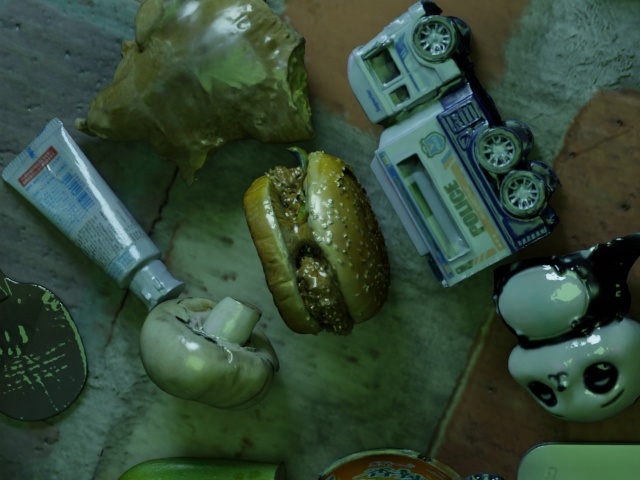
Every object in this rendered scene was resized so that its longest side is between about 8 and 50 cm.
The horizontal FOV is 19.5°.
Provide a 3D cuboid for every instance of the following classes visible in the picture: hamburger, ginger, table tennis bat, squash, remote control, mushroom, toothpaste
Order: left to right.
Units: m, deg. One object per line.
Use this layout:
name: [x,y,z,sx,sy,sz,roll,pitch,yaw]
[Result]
table tennis bat: [-0.337,0.084,2.030,0.131,0.022,0.234,-24,92,10]
toothpaste: [-0.240,-0.020,1.995,0.089,0.057,0.234,-44,80,6]
ginger: [-0.142,-0.165,1.933,0.270,0.123,0.219,-13,94,9]
squash: [-0.133,0.271,1.974,0.188,0.095,0.095,5,94,8]
mushroom: [-0.111,0.111,1.930,0.154,0.154,0.122,33,104,5]
hamburger: [0.002,0.008,1.888,0.118,0.191,0.182,-22,119,17]
remote control: [0.327,0.248,1.938,0.245,0.022,0.077,0,91,8]

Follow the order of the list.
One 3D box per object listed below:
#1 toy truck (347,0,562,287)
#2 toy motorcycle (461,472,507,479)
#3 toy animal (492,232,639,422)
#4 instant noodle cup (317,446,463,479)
toy truck: [0.125,-0.101,1.898,0.155,0.124,0.268,-30,90,14]
toy motorcycle: [0.078,0.326,1.756,0.239,0.108,0.204,-8,84,30]
toy animal: [0.266,0.094,1.876,0.166,0.138,0.179,-12,89,39]
instant noodle cup: [0.061,0.340,1.903,0.230,0.182,0.230,1,94,9]
